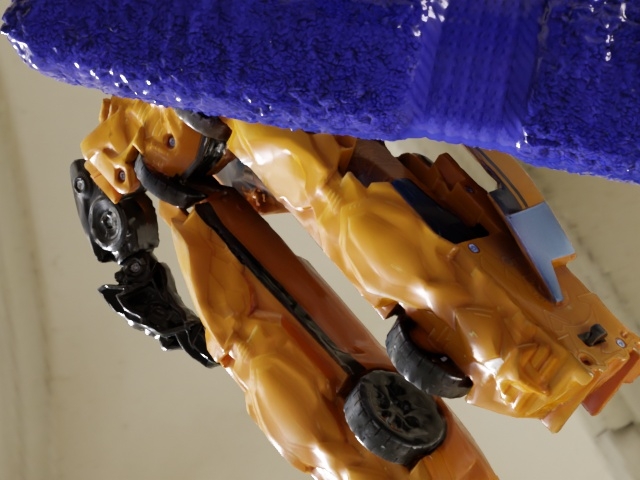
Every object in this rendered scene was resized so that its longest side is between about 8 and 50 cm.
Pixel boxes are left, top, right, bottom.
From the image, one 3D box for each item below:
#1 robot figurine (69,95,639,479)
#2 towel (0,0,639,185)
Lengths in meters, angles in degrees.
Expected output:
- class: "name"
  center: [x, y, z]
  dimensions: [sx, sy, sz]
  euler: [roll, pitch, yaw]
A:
- class: "robot figurine"
  center: [0.000, 0.000, 0.718]
  dimensions: [0.291, 0.085, 0.211]
  euler: [49, -54, 24]
- class: "towel"
  center: [0.052, -0.138, 0.628]
  dimensions: [0.308, 0.076, 0.227]
  euler: [10, -122, 8]
